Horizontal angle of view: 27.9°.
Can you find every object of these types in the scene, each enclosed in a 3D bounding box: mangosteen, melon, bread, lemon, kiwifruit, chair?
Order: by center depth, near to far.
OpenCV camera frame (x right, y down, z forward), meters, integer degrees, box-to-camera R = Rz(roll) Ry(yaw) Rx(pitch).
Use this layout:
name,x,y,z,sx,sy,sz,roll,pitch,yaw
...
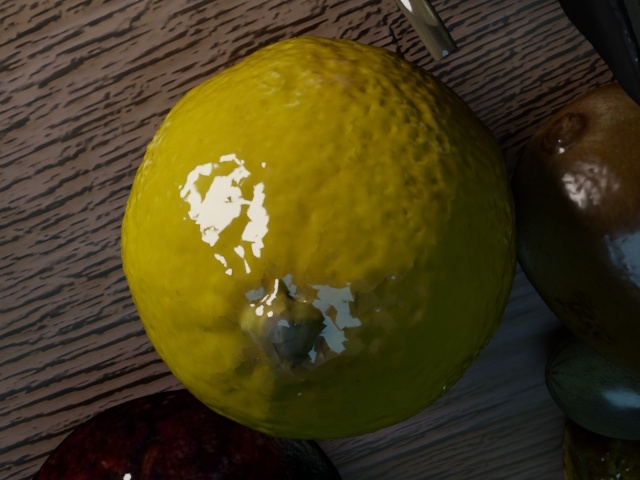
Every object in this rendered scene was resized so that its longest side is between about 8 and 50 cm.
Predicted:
name,x,y,z,sx,sy,sz,roll,pitch,yaw
chair,0.171,-0.187,0.827,0.272,0.188,0.166,-25,122,7
lemon,0.001,-0.001,0.877,0.293,0.293,0.293,-2,124,-4
kiwifruit,0.242,-0.008,0.947,0.234,0.196,0.196,37,113,-26
mangosteen,-0.112,0.279,1.047,0.300,0.300,0.300,-2,124,-4
melon,0.254,0.118,1.086,0.131,0.098,0.098,4,123,-3
bread,0.307,0.204,1.136,0.172,0.132,0.103,-4,112,1
